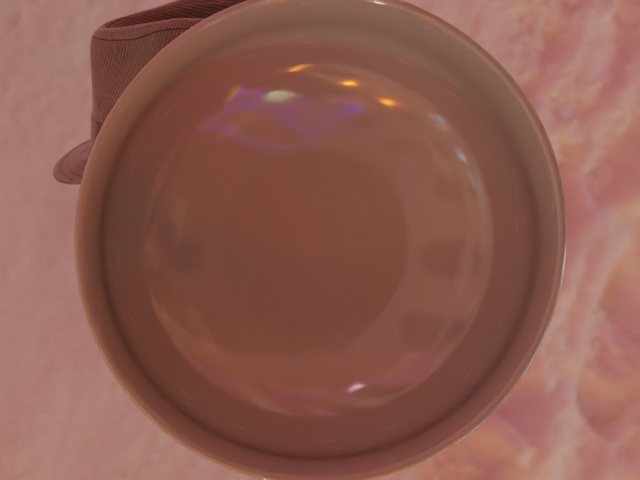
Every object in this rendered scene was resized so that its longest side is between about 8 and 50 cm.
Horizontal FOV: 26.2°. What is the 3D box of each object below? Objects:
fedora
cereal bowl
[{"bbox_3d":[-0.102,-0.138,1.174,0.244,0.275,0.124,-54,140,-65],"label":"fedora"},{"bbox_3d":[0.000,0.000,0.988,0.338,0.141,0.339,0,86,-1],"label":"cereal bowl"}]
